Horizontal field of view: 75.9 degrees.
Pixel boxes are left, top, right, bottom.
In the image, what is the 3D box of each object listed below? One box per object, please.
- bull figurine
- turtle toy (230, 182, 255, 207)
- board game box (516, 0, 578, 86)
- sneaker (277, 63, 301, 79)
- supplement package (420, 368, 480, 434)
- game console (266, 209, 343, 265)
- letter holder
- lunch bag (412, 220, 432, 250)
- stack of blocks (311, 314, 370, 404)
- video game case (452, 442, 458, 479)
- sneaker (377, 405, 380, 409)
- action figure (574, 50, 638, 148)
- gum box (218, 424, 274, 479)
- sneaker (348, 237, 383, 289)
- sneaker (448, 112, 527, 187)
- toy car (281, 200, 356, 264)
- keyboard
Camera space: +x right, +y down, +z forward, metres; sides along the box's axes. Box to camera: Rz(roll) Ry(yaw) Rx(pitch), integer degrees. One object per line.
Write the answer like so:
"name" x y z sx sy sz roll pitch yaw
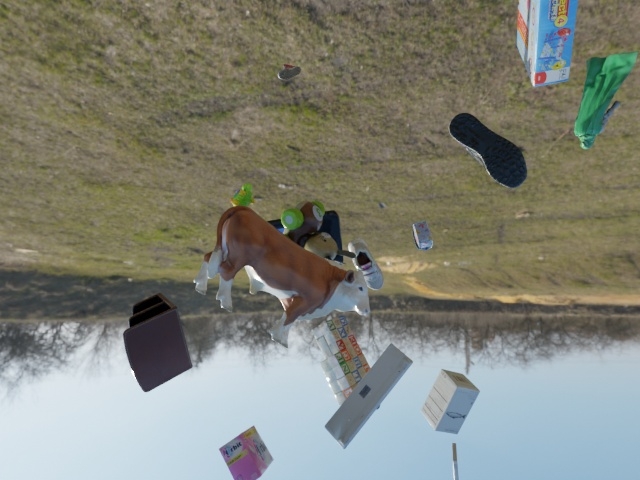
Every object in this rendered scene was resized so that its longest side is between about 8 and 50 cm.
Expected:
"bull figurine" -0.063 0.074 0.725 0.310 0.189 0.101 35 165 -9
"turtle toy" -0.324 -0.181 1.721 0.066 0.130 0.095 30 173 36
"board game box" 0.595 -0.624 1.091 0.086 0.309 0.302 -5 134 19
"sneaker" -0.140 -0.667 1.623 0.067 0.042 0.118 26 -137 32
"supplement package" 0.447 0.558 1.424 0.105 0.180 0.105 18 -169 -22
"game console" -0.104 0.032 1.665 0.385 0.060 0.342 -10 142 -1
"letter holder" -0.652 0.397 1.585 0.214 0.302 0.151 -26 -146 -36
"lunch bag" 0.314 -0.011 1.267 0.053 0.071 0.083 -15 158 11
"stack of blocks" 0.082 0.457 1.596 0.087 0.298 0.171 -37 161 32
"video game case" 0.316 0.551 0.953 0.011 0.122 0.087 -4 179 17
"sneaker" 0.196 0.527 1.409 0.059 0.145 0.053 5 -152 28
"action figure" 0.717 -0.352 1.059 0.063 0.233 0.137 11 -170 -17
"gum box" -0.185 0.551 1.056 0.062 0.107 0.188 -33 164 -7
"sneaker" 0.200 0.118 1.796 0.102 0.252 0.111 -30 -166 9
"sneaker" 0.519 -0.280 1.265 0.107 0.283 0.124 -44 173 18
"toy car" 0.000 0.000 1.046 0.188 0.149 0.155 31 -156 16
"keyboard" 0.113 0.364 0.970 0.072 0.256 0.014 35 172 43
